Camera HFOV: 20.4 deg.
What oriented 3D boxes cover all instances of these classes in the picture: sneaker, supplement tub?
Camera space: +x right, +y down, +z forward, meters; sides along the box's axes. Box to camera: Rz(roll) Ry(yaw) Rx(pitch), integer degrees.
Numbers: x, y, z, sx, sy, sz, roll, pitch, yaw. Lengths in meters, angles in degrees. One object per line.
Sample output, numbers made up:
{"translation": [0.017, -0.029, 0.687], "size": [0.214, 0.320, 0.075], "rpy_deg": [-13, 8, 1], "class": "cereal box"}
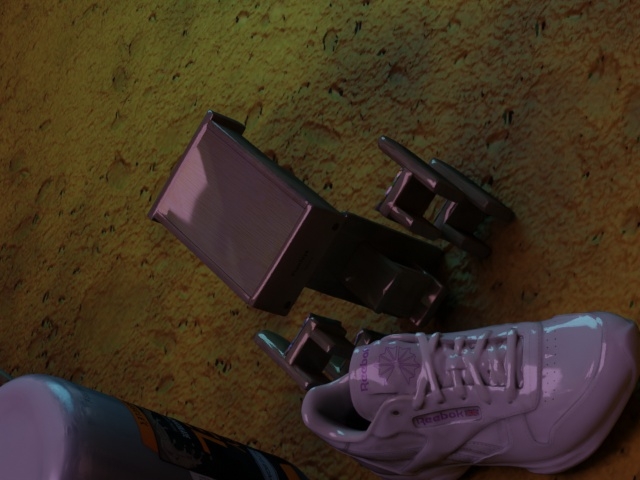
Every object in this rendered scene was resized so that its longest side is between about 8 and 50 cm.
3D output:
{"translation": [0.114, 0.125, 1.405], "size": [0.305, 0.152, 0.114], "rpy_deg": [-26, 49, 40], "class": "sneaker"}
{"translation": [-0.135, 0.253, 1.484], "size": [0.207, 0.338, 0.207], "rpy_deg": [-29, 48, 39], "class": "supplement tub"}

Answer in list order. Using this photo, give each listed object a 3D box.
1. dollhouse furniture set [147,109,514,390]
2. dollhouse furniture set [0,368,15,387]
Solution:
{"translation": [0.000, 0.000, 1.537], "size": [0.161, 0.242, 0.212], "rpy_deg": [41, 104, 40], "class": "dollhouse furniture set"}
{"translation": [-0.369, 0.318, 1.944], "size": [0.201, 0.152, 0.374], "rpy_deg": [-54, 20, 16], "class": "dollhouse furniture set"}
